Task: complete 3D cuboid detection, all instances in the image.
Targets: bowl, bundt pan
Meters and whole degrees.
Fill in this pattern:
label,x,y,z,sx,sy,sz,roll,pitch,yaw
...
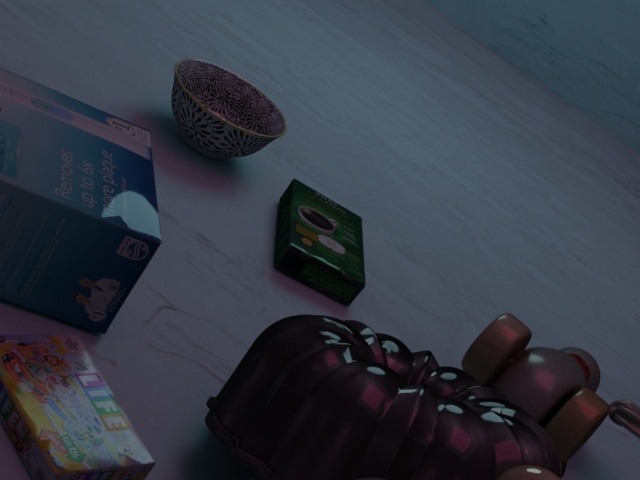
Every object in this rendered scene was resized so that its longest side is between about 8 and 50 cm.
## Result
label,x,y,z,sx,sy,sz,roll,pitch,yaw
bowl,-0.136,-0.160,1.592,0.170,0.080,0.170,28,26,-15
bundt pan,0.068,0.166,1.076,0.330,0.124,0.331,24,6,-3

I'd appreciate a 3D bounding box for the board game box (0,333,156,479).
label,x,y,z,sx,sy,sz,roll,pitch,yaw
board game box,-0.217,0.141,1.004,0.103,0.026,0.154,5,38,-49

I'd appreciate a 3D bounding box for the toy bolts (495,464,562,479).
label,x,y,z,sx,sy,sz,roll,pitch,yaw
toy bolts,0.173,0.256,0.857,0.228,0.158,0.218,41,22,0

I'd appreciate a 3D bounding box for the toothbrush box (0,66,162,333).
label,x,y,z,sx,sy,sz,roll,pitch,yaw
toothbrush box,-0.313,-0.063,1.137,0.295,0.126,0.216,22,27,-23

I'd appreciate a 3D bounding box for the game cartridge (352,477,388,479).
label,x,y,z,sx,sy,sz,roll,pitch,yaw
game cartridge,-0.057,0.244,0.743,0.294,0.060,0.196,-18,19,-12

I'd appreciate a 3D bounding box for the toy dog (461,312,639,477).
label,x,y,z,sx,sy,sz,roll,pitch,yaw
toy dog,0.247,0.199,1.395,0.333,0.161,0.220,29,17,-50

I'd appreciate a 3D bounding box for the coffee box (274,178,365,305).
label,x,y,z,sx,sy,sz,roll,pitch,yaw
coffee box,0.000,0.000,1.520,0.113,0.040,0.184,28,25,-16
